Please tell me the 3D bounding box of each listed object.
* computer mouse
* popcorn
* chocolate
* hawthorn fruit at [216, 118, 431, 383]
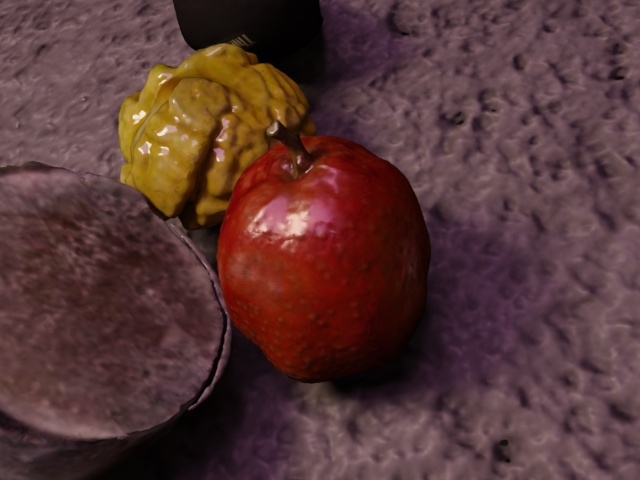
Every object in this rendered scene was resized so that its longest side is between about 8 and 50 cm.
[{"bbox_3d":[-0.081,-0.265,1.008,0.170,0.100,0.269,-3,15,1],"label":"computer mouse"},{"bbox_3d":[-0.118,-0.103,0.915,0.203,0.200,0.226,-29,41,51],"label":"popcorn"},{"bbox_3d":[-0.258,0.101,0.767,0.303,0.213,0.303,23,38,-20],"label":"chocolate"},{"bbox_3d":[0.000,0.000,0.741,0.205,0.253,0.205,-5,42,5],"label":"hawthorn fruit"}]
